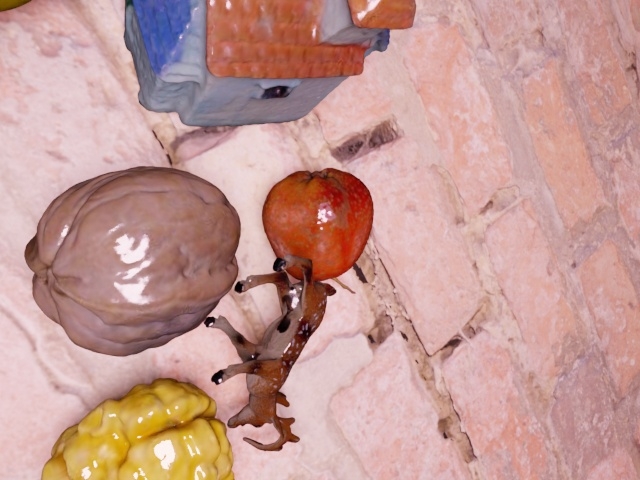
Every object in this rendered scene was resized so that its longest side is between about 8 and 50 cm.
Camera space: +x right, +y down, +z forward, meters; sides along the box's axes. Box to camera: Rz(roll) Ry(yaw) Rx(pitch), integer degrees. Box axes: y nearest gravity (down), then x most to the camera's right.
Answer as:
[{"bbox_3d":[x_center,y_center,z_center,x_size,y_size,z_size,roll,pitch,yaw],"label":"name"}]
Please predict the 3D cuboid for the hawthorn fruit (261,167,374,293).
[{"bbox_3d":[0.000,0.000,0.628,0.162,0.162,0.204,-12,109,-26],"label":"hawthorn fruit"}]

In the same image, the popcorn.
[{"bbox_3d":[-0.202,0.276,0.478,0.202,0.200,0.226,3,127,-44],"label":"popcorn"}]

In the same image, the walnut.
[{"bbox_3d":[-0.196,0.019,0.491,0.223,0.224,0.225,1,89,-26],"label":"walnut"}]

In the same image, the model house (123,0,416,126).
[{"bbox_3d":[-0.055,-0.288,0.496,0.294,0.329,0.252,-12,98,-28],"label":"model house"}]

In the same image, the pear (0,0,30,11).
[{"bbox_3d":[-0.369,-0.394,0.380,0.286,0.287,0.376,5,72,-26],"label":"pear"}]

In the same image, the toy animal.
[{"bbox_3d":[-0.050,0.154,0.549,0.244,0.087,0.260,-50,145,-10],"label":"toy animal"}]
